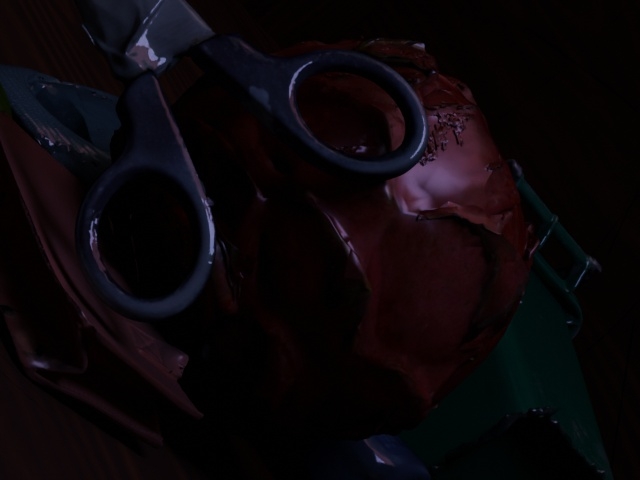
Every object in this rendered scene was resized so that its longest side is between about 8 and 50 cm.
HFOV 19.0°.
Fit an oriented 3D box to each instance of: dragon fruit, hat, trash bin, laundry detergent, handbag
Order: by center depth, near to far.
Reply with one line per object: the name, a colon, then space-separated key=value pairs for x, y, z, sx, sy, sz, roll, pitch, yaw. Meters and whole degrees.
handbag: x=-0.164 y=0.026 z=1.247 sx=0.157 sy=0.059 sz=0.212 roll=42 pitch=14 yaw=-50
dragon fruit: x=0.000 y=0.000 z=1.370 sx=0.295 sy=0.301 sz=0.296 roll=160 pitch=-90 yaw=-90
hat: x=-0.196 y=-0.072 z=1.484 sx=0.191 sy=0.078 sz=0.138 roll=13 pitch=28 yaw=-49
laundry detergent: x=-0.025 y=0.107 z=1.590 sx=0.290 sy=0.094 sz=0.143 roll=55 pitch=11 yaw=19
trash bin: x=0.151 y=0.140 z=1.850 sx=0.259 sy=0.295 sz=0.381 roll=47 pitch=15 yaw=-33

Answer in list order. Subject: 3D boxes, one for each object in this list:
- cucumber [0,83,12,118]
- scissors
cucumber: x=-0.301 y=-0.165 z=1.332 sx=0.250 sy=0.056 sz=0.056 roll=50 pitch=7 yaw=-33
scissors: x=-0.119 y=-0.154 z=1.234 sx=0.383 sy=0.256 sz=0.029 roll=56 pitch=-22 yaw=10
